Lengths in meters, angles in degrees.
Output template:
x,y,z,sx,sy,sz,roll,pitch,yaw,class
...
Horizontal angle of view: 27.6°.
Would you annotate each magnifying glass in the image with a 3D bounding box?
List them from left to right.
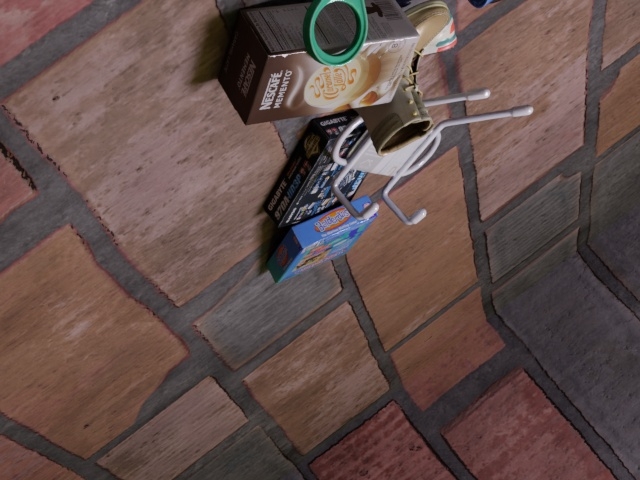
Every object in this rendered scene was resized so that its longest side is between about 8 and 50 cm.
x,y,z,sx,sy,sz,roll,pitch,yaw,class
0.033,-0.345,1.722,0.092,0.026,0.230,5,100,-32,magnifying glass

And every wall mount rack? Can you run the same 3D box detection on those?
x,y,z,sx,sy,sz,roll,pitch,yaw,class
0.180,-0.162,2.181,0.304,0.130,0.350,-49,158,18,wall mount rack

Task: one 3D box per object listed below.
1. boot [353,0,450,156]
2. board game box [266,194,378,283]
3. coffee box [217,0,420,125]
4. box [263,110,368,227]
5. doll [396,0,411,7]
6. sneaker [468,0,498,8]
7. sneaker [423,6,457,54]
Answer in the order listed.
x,y,z,sx,sy,sz,roll,pitch,yaw,class
0.135,-0.243,1.954,0.213,0.165,0.077,-39,148,21,boot
0.000,0.000,2.369,0.160,0.047,0.210,-24,168,-22,board game box
-0.003,-0.257,1.835,0.247,0.098,0.141,-12,146,-28,coffee box
0.018,-0.127,2.230,0.175,0.051,0.220,-18,150,-42,box
0.113,-0.368,1.924,0.189,0.046,0.129,-24,163,-19,doll
0.297,-0.457,2.006,0.090,0.081,0.232,-29,163,-30,sneaker
0.142,-0.324,2.062,0.161,0.057,0.075,-22,127,-17,sneaker
